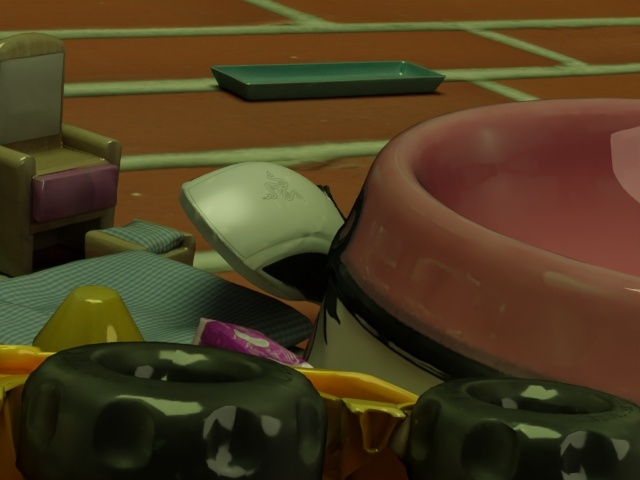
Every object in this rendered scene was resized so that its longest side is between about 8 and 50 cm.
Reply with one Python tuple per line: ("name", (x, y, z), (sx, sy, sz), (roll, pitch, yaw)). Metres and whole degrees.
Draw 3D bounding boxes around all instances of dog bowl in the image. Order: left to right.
("dog bowl", (0.182, 0.050, 0.722), (0.408, 0.150, 0.408), (4, 17, -1))

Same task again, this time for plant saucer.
("plant saucer", (0.007, -0.133, 1.510), (0.192, 0.018, 0.067), (-6, 20, -30))

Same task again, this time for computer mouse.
("computer mouse", (0.000, 0.000, 0.850), (0.106, 0.042, 0.193), (50, 11, 21))

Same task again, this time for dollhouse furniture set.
("dollhouse furniture set", (-0.116, -0.034, 0.831), (0.303, 0.198, 0.286), (18, 21, 35))

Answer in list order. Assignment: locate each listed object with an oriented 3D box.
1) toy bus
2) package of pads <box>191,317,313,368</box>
("toy bus", (-0.010, 0.098, 0.540), (0.220, 0.149, 0.211), (4, 7, -9))
("package of pads", (-0.037, 0.075, 0.688), (0.032, 0.083, 0.050), (16, 8, -37))
